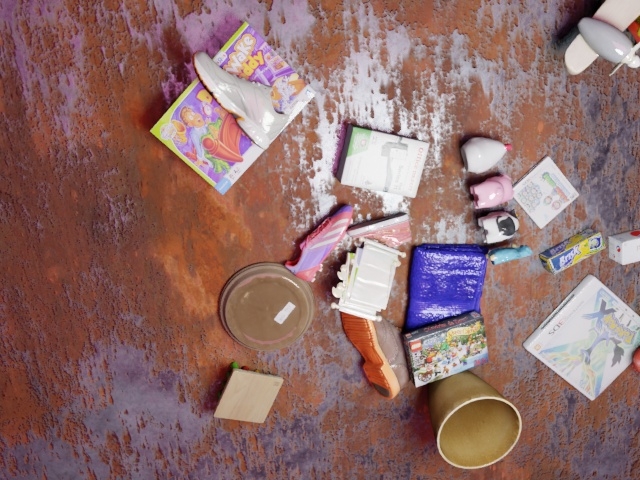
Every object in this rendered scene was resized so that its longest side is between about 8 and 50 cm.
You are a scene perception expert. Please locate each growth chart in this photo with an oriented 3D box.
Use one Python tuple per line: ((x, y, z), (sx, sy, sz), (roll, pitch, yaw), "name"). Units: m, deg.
((0.129, 0.103, 1.404), (0.172, 0.021, 0.237), (26, 70, -10), "growth chart")

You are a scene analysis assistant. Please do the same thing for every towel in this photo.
((0.369, 0.164, 1.479), (0.227, 0.076, 0.308), (0, 107, -7), "towel")

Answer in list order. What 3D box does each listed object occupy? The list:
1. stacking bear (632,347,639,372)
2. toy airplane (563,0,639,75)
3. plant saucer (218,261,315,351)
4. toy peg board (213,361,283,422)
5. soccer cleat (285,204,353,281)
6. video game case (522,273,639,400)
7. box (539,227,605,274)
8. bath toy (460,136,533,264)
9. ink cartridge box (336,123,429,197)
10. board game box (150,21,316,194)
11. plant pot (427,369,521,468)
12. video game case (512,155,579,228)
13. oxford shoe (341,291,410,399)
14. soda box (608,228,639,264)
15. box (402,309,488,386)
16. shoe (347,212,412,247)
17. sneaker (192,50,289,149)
((1.048, 0.287, 1.519), (0.164, 0.175, 0.289), (26, 96, -17), "stacking bear")
((0.779, -0.589, 1.191), (0.384, 0.272, 0.386), (-2, 107, -5), "toy airplane")
((-0.151, 0.197, 1.452), (0.277, 0.041, 0.278), (-2, 106, -6), "plant saucer")
((-0.220, 0.443, 1.510), (0.160, 0.079, 0.161), (18, 105, -27), "toy peg board")
((0.000, 0.000, 1.389), (0.095, 0.083, 0.248), (31, 104, -9), "soccer cleat")
((0.849, 0.311, 1.597), (0.329, 0.036, 0.300), (37, 100, -15), "video game case")
((0.733, 0.031, 1.486), (0.168, 0.059, 0.054), (-29, 105, 3), "box")
((0.477, -0.114, 1.373), (0.129, 0.151, 0.348), (-15, 98, 8), "bath toy")
((0.162, -0.208, 1.336), (0.208, 0.087, 0.153), (9, 106, -10), "ink cartridge box")
((-0.214, -0.321, 1.266), (0.233, 0.078, 0.347), (42, 99, -16), "board game box")
((0.413, 0.478, 1.482), (0.237, 0.254, 0.237), (-2, 110, -6), "plant pot")
((0.634, -0.135, 1.446), (0.143, 0.019, 0.157), (-44, 107, 8), "video game case")
((0.167, 0.272, 1.487), (0.132, 0.130, 0.364), (-28, 104, -30), "oxford shoe")
((0.970, 0.006, 1.500), (0.216, 0.069, 0.074), (-13, 108, -1), "soda box")
((0.359, 0.309, 1.455), (0.233, 0.044, 0.159), (-17, 113, -8), "box")
((0.166, -0.015, 1.407), (0.177, 0.063, 0.081), (-15, 102, -6), "shoe")
((-0.181, -0.343, 1.180), (0.121, 0.099, 0.262), (-43, 115, -1), "sneaker")
